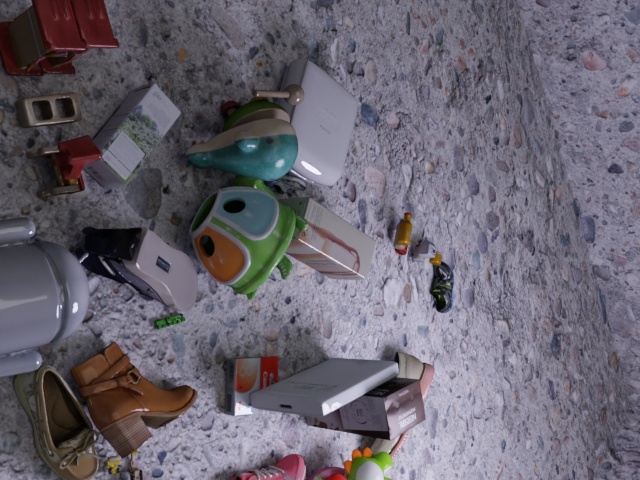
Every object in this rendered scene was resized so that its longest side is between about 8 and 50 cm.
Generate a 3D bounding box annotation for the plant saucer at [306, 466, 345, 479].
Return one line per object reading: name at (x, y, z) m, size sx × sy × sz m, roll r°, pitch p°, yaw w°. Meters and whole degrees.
plant saucer at (0.006, 0.797, 1.918) m, size 0.332 × 0.084 × 0.332 m, roll 4°, pitch 84°, yaw -46°

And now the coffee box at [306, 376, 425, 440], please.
coffee box at (0.117, 0.451, 1.909) m, size 0.168 × 0.297 × 0.118 m, roll -12°, pitch 95°, yaw -46°

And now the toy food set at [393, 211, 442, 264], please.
toy food set at (0.317, -0.003, 2.292) m, size 0.232 × 0.111 × 0.104 m, roll 26°, pitch 69°, yaw -39°

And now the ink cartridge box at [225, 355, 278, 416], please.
ink cartridge box at (-0.166, 0.378, 1.802) m, size 0.179 × 0.045 × 0.145 m, roll 7°, pitch 82°, yaw -43°

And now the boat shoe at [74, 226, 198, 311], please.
boat shoe at (-0.401, 0.059, 1.540) m, size 0.340 × 0.158 × 0.127 m, roll 65°, pitch 34°, yaw -60°

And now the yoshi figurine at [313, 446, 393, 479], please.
yoshi figurine at (0.103, 0.715, 1.845) m, size 0.362 × 0.204 × 0.202 m, roll -28°, pitch 122°, yaw -47°

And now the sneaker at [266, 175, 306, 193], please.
sneaker at (-0.100, -0.154, 1.919) m, size 0.135 × 0.052 × 0.058 m, roll 17°, pitch 84°, yaw -37°

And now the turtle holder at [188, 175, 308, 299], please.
turtle holder at (-0.176, -0.038, 1.688) m, size 0.227 × 0.243 × 0.320 m, roll 34°, pitch 70°, yaw -21°

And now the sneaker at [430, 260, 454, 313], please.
sneaker at (0.428, 0.165, 2.427) m, size 0.078 × 0.067 × 0.188 m, roll -7°, pitch 95°, yaw -53°

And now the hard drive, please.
hard drive at (0.018, 0.381, 1.828) m, size 0.353 × 0.233 × 0.047 m, roll -12°, pitch 97°, yaw -53°

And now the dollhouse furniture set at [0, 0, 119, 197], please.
dollhouse furniture set at (-0.501, -0.288, 1.389) m, size 0.152 × 0.201 × 0.373 m, roll -20°, pitch 101°, yaw -46°

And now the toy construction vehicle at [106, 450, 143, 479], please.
toy construction vehicle at (-0.438, 0.516, 1.516) m, size 0.086 × 0.035 × 0.098 m, roll -4°, pitch 87°, yaw -36°

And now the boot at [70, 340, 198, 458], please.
boot at (-0.408, 0.323, 1.525) m, size 0.220 × 0.109 × 0.283 m, roll 57°, pitch 32°, yaw 2°

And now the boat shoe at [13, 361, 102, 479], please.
boat shoe at (-0.522, 0.376, 1.392) m, size 0.104 × 0.089 × 0.285 m, roll -39°, pitch 115°, yaw -42°

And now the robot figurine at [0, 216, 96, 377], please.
robot figurine at (-0.582, 0.110, 1.271) m, size 0.354 × 0.200 × 0.299 m, roll -11°, pitch 110°, yaw -46°

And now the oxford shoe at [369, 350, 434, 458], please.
oxford shoe at (0.210, 0.534, 2.152) m, size 0.147 × 0.140 × 0.397 m, roll 32°, pitch 65°, yaw -6°

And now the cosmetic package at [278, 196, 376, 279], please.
cosmetic package at (0.000, 0.000, 1.932) m, size 0.296 × 0.153 × 0.129 m, roll 30°, pitch 67°, yaw -40°

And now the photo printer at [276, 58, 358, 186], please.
photo printer at (-0.023, -0.320, 1.964) m, size 0.256 × 0.107 × 0.307 m, roll 31°, pitch 65°, yaw -41°

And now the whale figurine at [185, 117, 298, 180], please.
whale figurine at (-0.186, -0.204, 1.683) m, size 0.272 × 0.216 × 0.141 m, roll -14°, pitch 89°, yaw -8°

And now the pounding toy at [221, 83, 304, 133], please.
pounding toy at (-0.169, -0.336, 1.763) m, size 0.183 × 0.237 × 0.110 m, roll -7°, pitch 63°, yaw -41°

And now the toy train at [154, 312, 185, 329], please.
toy train at (-0.356, 0.191, 1.636) m, size 0.083 × 0.017 × 0.023 m, roll -14°, pitch 86°, yaw -46°

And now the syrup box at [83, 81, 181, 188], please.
syrup box at (-0.425, -0.235, 1.542) m, size 0.093 × 0.096 × 0.236 m, roll 50°, pitch 53°, yaw -34°

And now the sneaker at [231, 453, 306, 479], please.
sneaker at (-0.152, 0.625, 1.744) m, size 0.314 × 0.116 × 0.136 m, roll -36°, pitch 111°, yaw -42°
